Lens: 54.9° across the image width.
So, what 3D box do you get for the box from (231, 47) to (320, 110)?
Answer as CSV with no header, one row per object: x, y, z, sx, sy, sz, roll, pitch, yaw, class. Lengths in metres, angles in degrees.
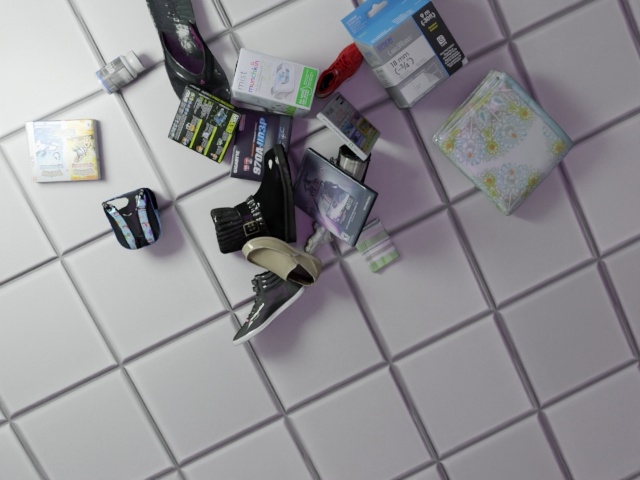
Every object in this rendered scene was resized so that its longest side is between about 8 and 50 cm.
-0.135,-0.455,1.820,0.231,0.262,0.127,14,95,-6,box

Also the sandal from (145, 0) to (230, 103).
-0.412,-0.577,1.857,0.167,0.107,0.446,-24,99,-2,sandal

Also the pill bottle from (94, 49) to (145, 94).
-0.606,-0.510,1.862,0.137,0.078,0.078,-35,99,-1,pill bottle

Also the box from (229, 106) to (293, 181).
-0.185,-0.296,1.940,0.175,0.051,0.220,8,97,-7,box

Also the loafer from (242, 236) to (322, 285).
-0.112,0.068,1.906,0.268,0.092,0.102,17,129,-20,loafer

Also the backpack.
-0.567,-0.065,1.902,0.158,0.117,0.173,-21,98,-3,backpack

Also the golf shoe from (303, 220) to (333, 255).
0.000,0.000,1.989,0.086,0.069,0.176,20,96,-14,golf shoe

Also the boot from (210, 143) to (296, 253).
-0.211,-0.118,1.881,0.260,0.131,0.348,-6,119,-5,boot

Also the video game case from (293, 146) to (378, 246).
0.033,-0.133,1.885,0.274,0.026,0.196,36,124,22,video game case

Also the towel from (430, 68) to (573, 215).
0.588,-0.318,1.993,0.374,0.090,0.320,42,95,-9,towel

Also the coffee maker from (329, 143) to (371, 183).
0.097,-0.202,1.939,0.120,0.171,0.178,23,118,17,coffee maker

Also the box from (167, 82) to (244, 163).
-0.352,-0.355,1.881,0.184,0.045,0.191,25,124,-9,box

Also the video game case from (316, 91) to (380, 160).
0.091,-0.354,1.889,0.193,0.212,0.023,42,123,-8,video game case

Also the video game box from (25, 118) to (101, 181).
-0.789,-0.276,1.892,0.205,0.048,0.187,-4,100,-4,video game box

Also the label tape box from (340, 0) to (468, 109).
0.258,-0.608,1.887,0.240,0.106,0.334,-39,106,-6,label tape box

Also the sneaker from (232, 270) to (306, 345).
-0.200,0.199,1.980,0.295,0.104,0.147,-42,97,-5,sneaker

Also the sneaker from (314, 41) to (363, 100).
0.066,-0.524,1.896,0.087,0.128,0.221,36,93,-8,sneaker

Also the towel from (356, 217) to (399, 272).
0.181,0.017,2.027,0.113,0.023,0.152,-32,99,0,towel
